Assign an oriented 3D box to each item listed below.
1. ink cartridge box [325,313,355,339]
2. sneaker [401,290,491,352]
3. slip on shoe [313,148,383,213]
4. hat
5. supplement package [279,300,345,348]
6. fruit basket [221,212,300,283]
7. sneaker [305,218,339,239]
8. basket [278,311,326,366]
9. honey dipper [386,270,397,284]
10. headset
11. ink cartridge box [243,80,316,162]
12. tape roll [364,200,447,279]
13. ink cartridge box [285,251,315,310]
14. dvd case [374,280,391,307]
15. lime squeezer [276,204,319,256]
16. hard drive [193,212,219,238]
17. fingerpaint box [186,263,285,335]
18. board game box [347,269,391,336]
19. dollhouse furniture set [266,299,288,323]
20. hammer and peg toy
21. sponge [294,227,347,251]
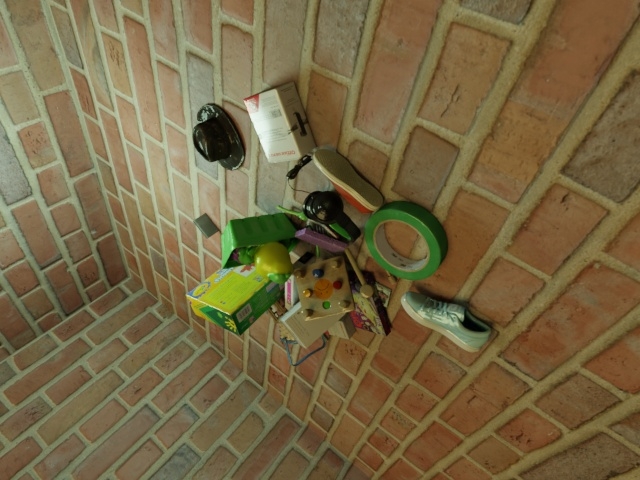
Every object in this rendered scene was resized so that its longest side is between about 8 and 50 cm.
[{"bbox_3d":[0.089,0.448,2.181,0.175,0.072,0.127,4,124,42],"label":"ink cartridge box"},{"bbox_3d":[0.507,0.288,1.621,0.366,0.135,0.150,30,131,9],"label":"sneaker"},{"bbox_3d":[0.094,-0.225,1.582,0.331,0.123,0.101,42,145,0],"label":"slip on shoe"},{"bbox_3d":[-0.520,-0.469,1.942,0.331,0.134,0.331,24,135,27],"label":"hat"},{"bbox_3d":[-0.032,0.366,2.018,0.177,0.293,0.175,51,164,-3],"label":"supplement package"},{"bbox_3d":[-0.259,0.066,1.920,0.392,0.392,0.283,46,142,2],"label":"fruit basket"},{"bbox_3d":[0.003,-0.047,1.827,0.170,0.063,0.075,35,112,5],"label":"sneaker"},{"bbox_3d":[-0.105,0.530,2.292,0.201,0.255,0.289,3,114,50],"label":"basket"},{"bbox_3d":[0.280,0.118,1.759,0.030,0.030,0.160,-23,102,50],"label":"honey dipper"},{"bbox_3d":[0.026,-0.157,1.661,0.394,0.185,0.243,42,174,-16],"label":"headset"},{"bbox_3d":[-0.159,-0.462,1.616,0.197,0.114,0.273,2,122,41],"label":"ink cartridge box"},{"bbox_3d":[0.327,0.004,1.579,0.321,0.077,0.321,25,136,26],"label":"tape roll"},{"bbox_3d":[-0.107,0.245,2.113,0.069,0.176,0.371,27,137,25],"label":"ink cartridge box"},{"bbox_3d":[0.281,0.250,1.880,0.087,0.013,0.119,28,137,24],"label":"dvd case"},{"bbox_3d":[-0.070,-0.064,1.890,0.110,0.059,0.310,-38,97,11],"label":"lime squeezer"},{"bbox_3d":[-0.690,-0.088,2.452,0.135,0.094,0.022,53,142,-6],"label":"hard drive"},{"bbox_3d":[-0.432,0.270,2.227,0.371,0.445,0.163,13,131,35],"label":"fingerpaint box"},{"bbox_3d":[0.202,0.297,1.957,0.208,0.056,0.347,9,128,51],"label":"board game box"},{"bbox_3d":[-0.277,0.404,2.477,0.129,0.129,0.184,55,166,-9],"label":"dollhouse furniture set"},{"bbox_3d":[0.064,0.200,1.837,0.361,0.127,0.266,-18,76,19],"label":"hammer and peg toy"},{"bbox_3d":[0.000,0.000,1.816,0.210,0.031,0.117,22,164,-20],"label":"sponge"}]
